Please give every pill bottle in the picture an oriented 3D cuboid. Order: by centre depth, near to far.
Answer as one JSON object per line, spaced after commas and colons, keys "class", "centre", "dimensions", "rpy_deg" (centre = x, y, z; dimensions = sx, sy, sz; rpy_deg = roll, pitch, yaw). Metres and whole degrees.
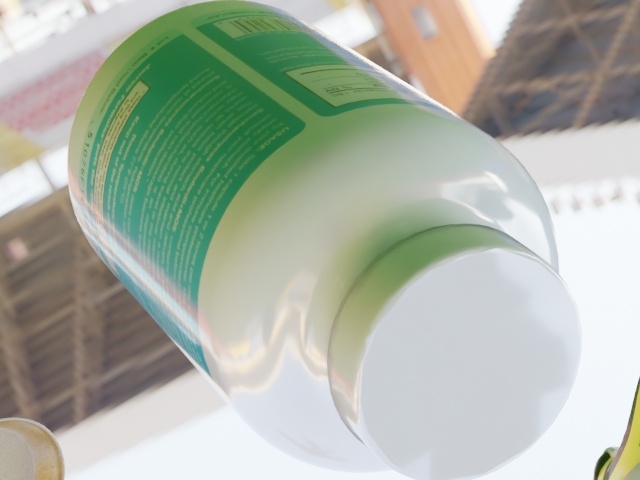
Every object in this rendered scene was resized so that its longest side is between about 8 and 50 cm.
{"class": "pill bottle", "centre": [0.000, 0.000, 0.785], "dimensions": [0.146, 0.146, 0.264], "rpy_deg": [-32, -150, -10]}

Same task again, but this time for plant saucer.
{"class": "plant saucer", "centre": [-0.162, 0.121, 0.929], "dimensions": [0.083, 0.083, 0.015], "rpy_deg": [-38, -138, -25]}

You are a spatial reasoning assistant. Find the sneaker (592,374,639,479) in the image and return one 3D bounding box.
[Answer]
{"class": "sneaker", "centre": [0.234, 0.011, 0.903], "dimensions": [0.385, 0.145, 0.147], "rpy_deg": [-62, -147, 11]}
